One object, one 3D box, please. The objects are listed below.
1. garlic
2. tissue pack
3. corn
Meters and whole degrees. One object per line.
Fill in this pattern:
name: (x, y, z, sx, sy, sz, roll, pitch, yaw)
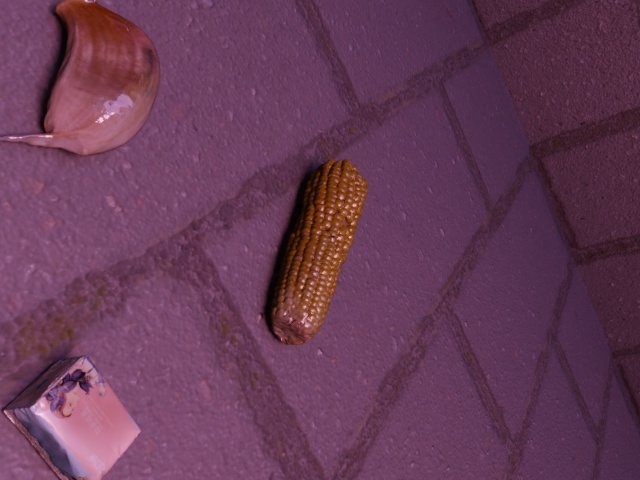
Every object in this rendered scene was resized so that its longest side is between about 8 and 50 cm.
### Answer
garlic: (-0.239, -0.154, 0.633, 0.128, 0.090, 0.198, 26, 62, -28)
tissue pack: (-0.215, 0.160, 0.535, 0.094, 0.059, 0.074, 60, 35, -18)
corn: (0.000, 0.000, 0.869, 0.097, 0.097, 0.320, 46, 45, -32)
